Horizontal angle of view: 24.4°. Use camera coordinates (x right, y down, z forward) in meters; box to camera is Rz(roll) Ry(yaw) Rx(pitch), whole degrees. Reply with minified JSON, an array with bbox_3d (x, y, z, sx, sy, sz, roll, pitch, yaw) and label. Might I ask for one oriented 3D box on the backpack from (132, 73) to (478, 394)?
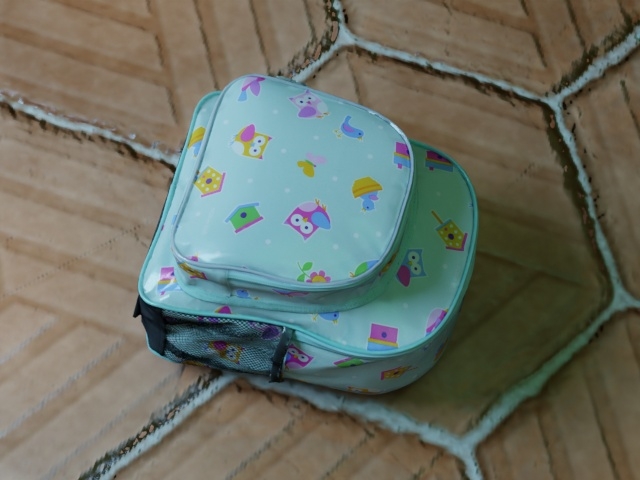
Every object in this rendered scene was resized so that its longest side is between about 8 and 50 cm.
[{"bbox_3d":[0.000,0.000,0.872,0.188,0.144,0.165,17,61,-2],"label":"backpack"}]
